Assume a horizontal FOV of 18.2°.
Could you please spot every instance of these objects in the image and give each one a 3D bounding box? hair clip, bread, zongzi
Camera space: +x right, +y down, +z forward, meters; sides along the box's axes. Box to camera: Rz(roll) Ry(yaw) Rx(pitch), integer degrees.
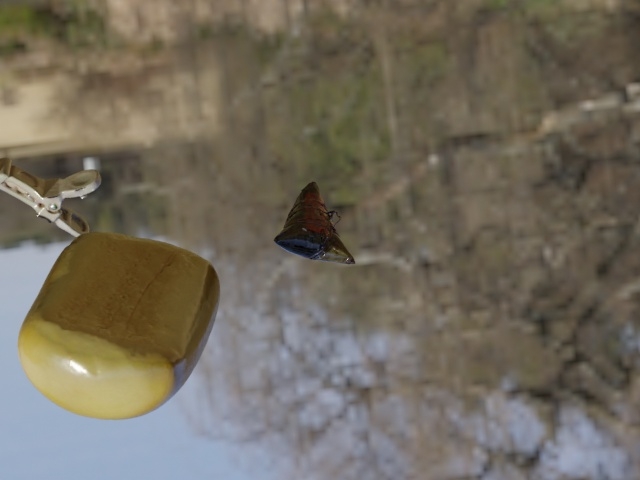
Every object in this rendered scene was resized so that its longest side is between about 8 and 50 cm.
[{"bbox_3d":[-0.309,-0.066,1.838,0.226,0.072,0.034,20,-147,-15],"label":"hair clip"},{"bbox_3d":[-0.165,0.076,1.641,0.147,0.098,0.217,12,-152,7],"label":"bread"},{"bbox_3d":[0.000,0.000,1.778,0.073,0.067,0.083,23,-152,2],"label":"zongzi"}]
